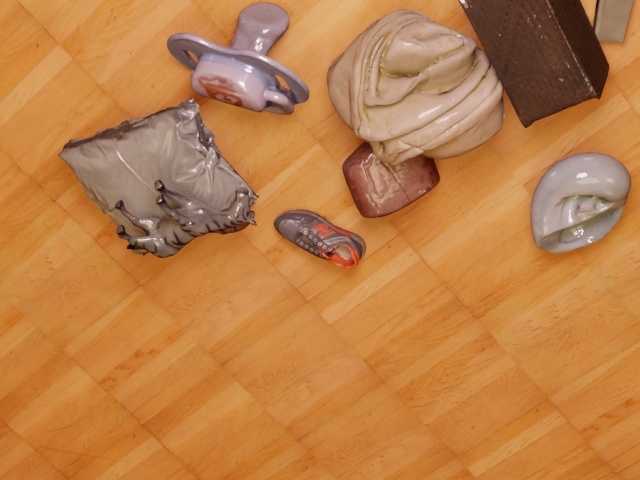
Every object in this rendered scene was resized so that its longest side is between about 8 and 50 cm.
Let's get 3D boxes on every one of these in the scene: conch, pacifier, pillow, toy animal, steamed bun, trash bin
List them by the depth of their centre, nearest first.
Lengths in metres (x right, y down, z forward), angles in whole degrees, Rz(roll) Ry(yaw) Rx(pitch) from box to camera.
[{"bbox_3d":[0.175,-0.265,1.762,0.276,0.203,0.289,-38,90,1],"label":"steamed bun"},{"bbox_3d":[0.520,-0.402,1.789,0.061,0.043,0.092,4,116,3],"label":"trash bin"},{"bbox_3d":[-0.130,-0.341,1.827,0.279,0.227,0.207,18,82,17],"label":"pacifier"},{"bbox_3d":[-0.259,-0.044,1.853,0.255,0.090,0.170,-14,141,17],"label":"toy animal"},{"bbox_3d":[0.488,-0.072,1.900,0.185,0.121,0.221,34,120,-14],"label":"conch"},{"bbox_3d":[0.131,-0.136,1.916,0.175,0.106,0.145,-25,105,1],"label":"steamed bun"},{"bbox_3d":[-0.303,-0.117,1.944,0.310,0.138,0.283,-19,122,17],"label":"pillow"}]

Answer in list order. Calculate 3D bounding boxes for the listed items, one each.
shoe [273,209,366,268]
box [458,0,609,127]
[{"bbox_3d":[-0.002,-0.001,1.999,0.194,0.077,0.074,23,115,-6],"label":"shoe"},{"bbox_3d":[0.372,-0.361,1.733,0.143,0.184,0.273,-20,111,32],"label":"box"}]
